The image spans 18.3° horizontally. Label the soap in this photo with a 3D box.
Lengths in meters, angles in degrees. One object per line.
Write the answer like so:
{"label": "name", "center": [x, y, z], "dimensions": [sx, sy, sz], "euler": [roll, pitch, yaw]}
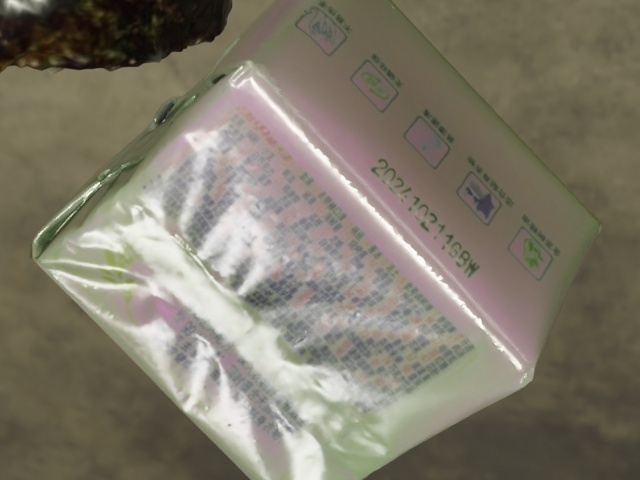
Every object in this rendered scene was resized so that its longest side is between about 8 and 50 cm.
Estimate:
{"label": "soap", "center": [0.000, 0.000, 0.958], "dimensions": [0.199, 0.138, 0.182], "euler": [47, 131, -6]}

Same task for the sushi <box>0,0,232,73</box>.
{"label": "sushi", "center": [-0.088, -0.078, 0.383], "dimensions": [0.150, 0.090, 0.078], "euler": [3, 126, -13]}
